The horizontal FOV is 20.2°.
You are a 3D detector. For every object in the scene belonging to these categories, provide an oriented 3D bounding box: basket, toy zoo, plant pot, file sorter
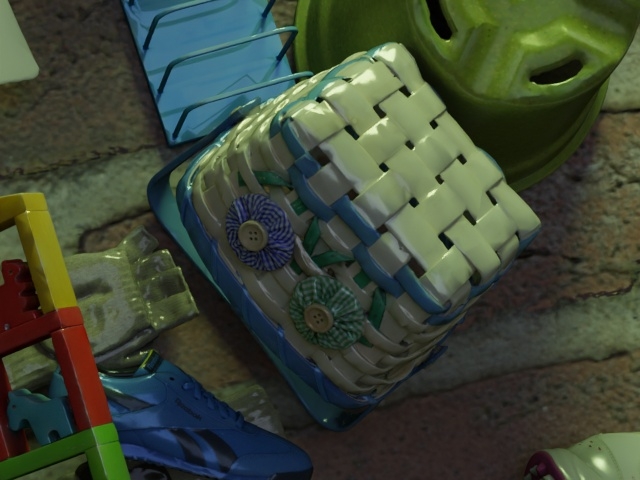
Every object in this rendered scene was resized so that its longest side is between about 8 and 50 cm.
[{"bbox_3d":[0.000,0.000,1.344,0.255,0.289,0.201,50,57,1],"label":"basket"},{"bbox_3d":[-0.257,0.091,1.338,0.192,0.030,0.293,-21,82,27],"label":"toy zoo"},{"bbox_3d":[0.129,-0.176,1.401,0.276,0.254,0.276,1,85,-7],"label":"plant pot"},{"bbox_3d":[-0.088,-0.181,1.452,0.118,0.104,0.170,-17,83,-14],"label":"file sorter"}]

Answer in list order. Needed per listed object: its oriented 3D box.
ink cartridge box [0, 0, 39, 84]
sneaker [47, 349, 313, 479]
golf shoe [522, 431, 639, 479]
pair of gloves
[{"bbox_3d":[-0.399,-0.158,1.326,0.353,0.119,0.207,-19,81,-51],"label":"ink cartridge box"},{"bbox_3d":[-0.101,0.132,1.355,0.209,0.069,0.082,14,88,-6],"label":"sneaker"},{"bbox_3d":[0.280,0.288,1.423,0.140,0.115,0.306,-20,76,-24],"label":"golf shoe"},{"bbox_3d":[-0.159,0.128,1.407,0.204,0.042,0.240,-32,86,-14],"label":"pair of gloves"}]
